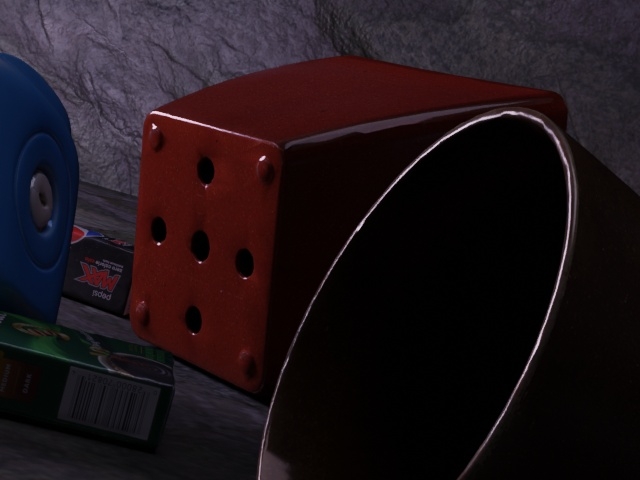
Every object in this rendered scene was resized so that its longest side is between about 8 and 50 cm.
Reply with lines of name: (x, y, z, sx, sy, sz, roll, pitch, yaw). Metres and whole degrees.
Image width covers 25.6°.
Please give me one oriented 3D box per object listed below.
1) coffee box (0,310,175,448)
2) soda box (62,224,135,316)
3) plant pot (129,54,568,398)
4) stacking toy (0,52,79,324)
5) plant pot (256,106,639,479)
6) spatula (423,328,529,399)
coffee box: (-0.175, 0.068, 0.795, 0.184, 0.040, 0.113, 15, 3, -7)
soda box: (-0.220, 0.018, 1.261, 0.169, 0.060, 0.053, 17, 5, 26)
plant pot: (0.000, 0.000, 1.096, 0.235, 0.267, 0.267, -4, 15, -39)
stacking toy: (-0.323, -0.023, 0.936, 0.301, 0.166, 0.175, -2, -24, 12)
plant pot: (0.126, 0.090, 0.616, 0.230, 0.215, 0.215, 29, -1, -20)
spatula: (0.165, 0.109, 0.726, 0.296, 0.084, 0.030, 33, -29, -8)
